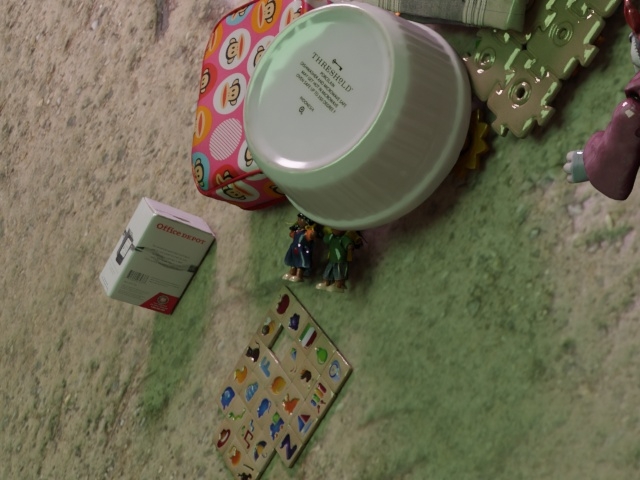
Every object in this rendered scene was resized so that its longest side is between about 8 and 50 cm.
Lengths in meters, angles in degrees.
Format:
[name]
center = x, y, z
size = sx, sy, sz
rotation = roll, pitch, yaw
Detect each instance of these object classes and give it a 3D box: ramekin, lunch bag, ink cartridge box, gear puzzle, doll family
[ramekin]
center = 0.029, -0.155, 1.420
size = 0.273, 0.127, 0.272
rotation = -14, 66, 33
[lunch bag]
center = -0.057, -0.202, 1.660
size = 0.258, 0.120, 0.293
rotation = -16, 62, 46
[ink cartridge box]
center = -0.244, 0.023, 1.802
size = 0.150, 0.109, 0.063
rotation = -59, 35, 15
[gear puzzle]
center = 0.241, -0.204, 1.366
size = 0.339, 0.044, 0.175
rotation = -57, 41, 21
[doll family]
center = 0.000, 0.000, 1.539
size = 0.193, 0.076, 0.111
rotation = 11, 96, 51

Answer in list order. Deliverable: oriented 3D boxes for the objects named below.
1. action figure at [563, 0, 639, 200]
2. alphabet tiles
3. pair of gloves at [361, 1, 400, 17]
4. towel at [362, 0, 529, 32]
[action figure]
center = 0.315, -0.037, 0.994
size = 0.248, 0.276, 0.370
rotation = -23, 84, 24
[alphabet tiles]
center = -0.063, 0.206, 1.583
size = 0.237, 0.009, 0.198
rotation = -59, 39, 15
[pair of gloves]
center = 0.085, -0.314, 1.624
size = 0.083, 0.010, 0.074
rotation = -35, 50, 36
[towel]
center = 0.167, -0.413, 1.428
size = 0.312, 0.056, 0.324
rotation = 26, 111, 54
